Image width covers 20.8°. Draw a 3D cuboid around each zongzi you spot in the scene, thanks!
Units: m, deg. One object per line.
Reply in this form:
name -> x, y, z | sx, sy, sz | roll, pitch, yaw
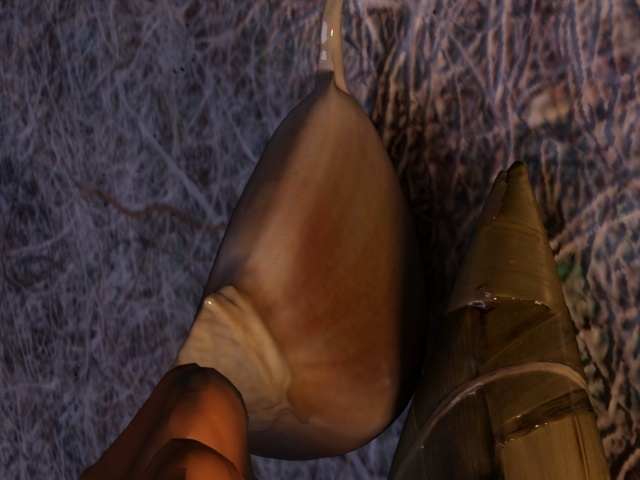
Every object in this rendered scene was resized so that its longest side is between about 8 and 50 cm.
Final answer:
zongzi -> 0.064, 0.077, 0.798 | 0.160, 0.078, 0.176 | -42, 51, 51

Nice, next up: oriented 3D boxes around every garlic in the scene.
garlic -> -0.001, -0.001, 0.837 | 0.148, 0.128, 0.267 | 122, 163, -45

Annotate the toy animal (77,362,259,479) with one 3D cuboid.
toy animal -> 0.049, 0.200, 0.623 | 0.191, 0.338, 0.216 | -60, 8, 4
